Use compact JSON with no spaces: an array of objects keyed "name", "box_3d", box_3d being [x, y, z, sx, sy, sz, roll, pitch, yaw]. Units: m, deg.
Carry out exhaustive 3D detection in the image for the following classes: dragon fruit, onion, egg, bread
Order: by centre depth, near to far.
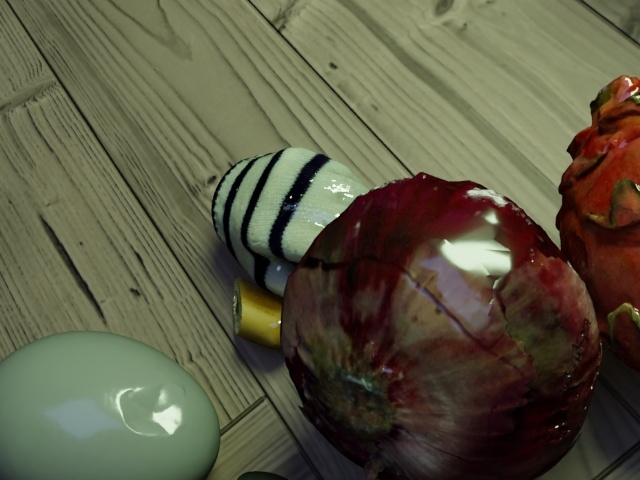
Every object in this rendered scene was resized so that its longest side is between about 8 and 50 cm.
[{"name":"dragon fruit","box_3d":[0.289,-0.014,0.660,0.241,0.241,0.252,-8,62,19]},{"name":"onion","box_3d":[0.092,0.068,0.669,0.252,0.252,0.219,18,34,28]},{"name":"egg","box_3d":[-0.203,0.172,0.808,0.231,0.176,0.176,6,69,23]},{"name":"bread","box_3d":[-0.063,0.074,0.866,0.103,0.049,0.062,17,32,29]}]

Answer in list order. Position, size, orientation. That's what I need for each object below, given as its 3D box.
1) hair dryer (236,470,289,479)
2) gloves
[{"name":"hair dryer","box_3d":[0.078,0.321,0.644,0.320,0.156,0.284,1,56,14]},{"name":"gloves","box_3d":[-0.004,-0.014,0.828,0.140,0.131,0.218,-43,33,-26]}]
